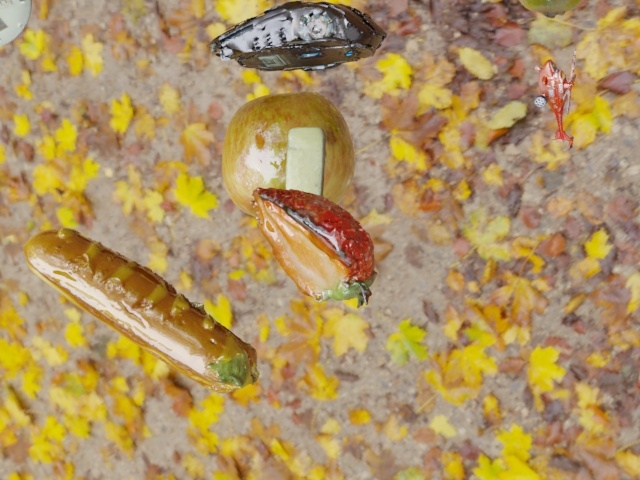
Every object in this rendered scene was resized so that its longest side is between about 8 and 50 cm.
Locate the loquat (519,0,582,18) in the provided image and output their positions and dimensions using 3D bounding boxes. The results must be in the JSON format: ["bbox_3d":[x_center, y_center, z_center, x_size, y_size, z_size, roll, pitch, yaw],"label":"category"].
[{"bbox_3d":[0.444,-0.526,1.632,0.152,0.152,0.195,8,118,33],"label":"loquat"}]

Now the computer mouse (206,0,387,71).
[{"bbox_3d":[-0.031,-0.271,1.113,0.241,0.146,0.078,-3,86,10],"label":"computer mouse"}]

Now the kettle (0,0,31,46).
[{"bbox_3d":[-0.496,-0.372,1.135,0.210,0.160,0.243,-27,49,8],"label":"kettle"}]

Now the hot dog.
[{"bbox_3d":[-0.179,0.074,0.869,0.269,0.072,0.115,33,159,-2],"label":"hot dog"}]

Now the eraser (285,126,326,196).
[{"bbox_3d":[-0.022,-0.089,1.274,0.058,0.172,0.117,3,78,1],"label":"eraser"}]

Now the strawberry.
[{"bbox_3d":[0.002,0.003,1.077,0.192,0.085,0.140,26,138,36],"label":"strawberry"}]

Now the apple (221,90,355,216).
[{"bbox_3d":[-0.062,-0.170,1.623,0.264,0.264,0.264,12,112,32],"label":"apple"}]

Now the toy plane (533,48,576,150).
[{"bbox_3d":[0.480,-0.282,1.714,0.077,0.194,0.126,7,65,31],"label":"toy plane"}]
